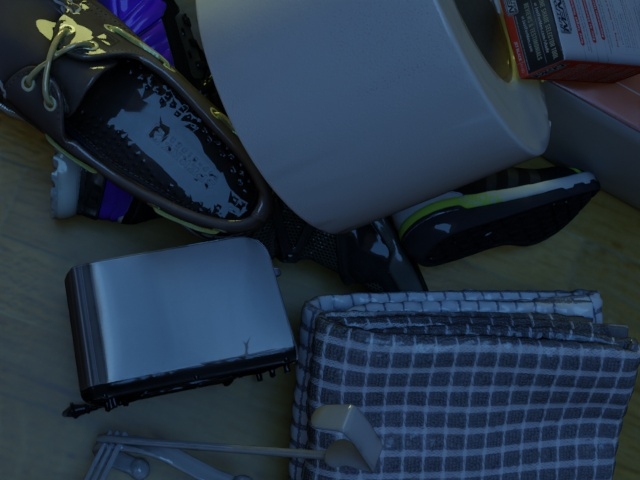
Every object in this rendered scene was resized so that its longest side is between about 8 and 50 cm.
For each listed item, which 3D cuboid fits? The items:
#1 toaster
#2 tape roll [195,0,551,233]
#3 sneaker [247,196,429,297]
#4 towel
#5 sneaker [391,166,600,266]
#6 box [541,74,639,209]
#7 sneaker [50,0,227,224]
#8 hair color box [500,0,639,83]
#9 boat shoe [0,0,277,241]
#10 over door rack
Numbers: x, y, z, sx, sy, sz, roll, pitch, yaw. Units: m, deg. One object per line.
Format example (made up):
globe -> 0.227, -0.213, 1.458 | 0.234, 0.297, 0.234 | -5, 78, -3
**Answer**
toaster -> -0.123, 0.072, 0.947 | 0.185, 0.168, 0.110 | -10, 82, -13
tape roll -> 0.043, -0.145, 0.875 | 0.169, 0.246, 0.246 | -21, 87, 23
sneaker -> 0.000, 0.000, 1.026 | 0.130, 0.087, 0.227 | -35, 110, 11
towel -> 0.118, 0.166, 0.976 | 0.283, 0.121, 0.235 | 1, 102, -12
sneaker -> 0.149, -0.049, 1.035 | 0.234, 0.084, 0.097 | -10, 60, -38
box -> 0.333, -0.218, 1.071 | 0.215, 0.168, 0.345 | 28, 79, -6
sneaker -> -0.143, -0.154, 1.009 | 0.146, 0.102, 0.294 | 8, 89, -10
hair color box -> 0.197, -0.160, 0.894 | 0.141, 0.043, 0.072 | -5, 80, -47
boat shoe -> -0.169, -0.112, 0.901 | 0.324, 0.097, 0.117 | 39, 86, -7
over door rack -> -0.098, 0.252, 0.836 | 0.108, 0.324, 0.240 | 41, 56, -28
